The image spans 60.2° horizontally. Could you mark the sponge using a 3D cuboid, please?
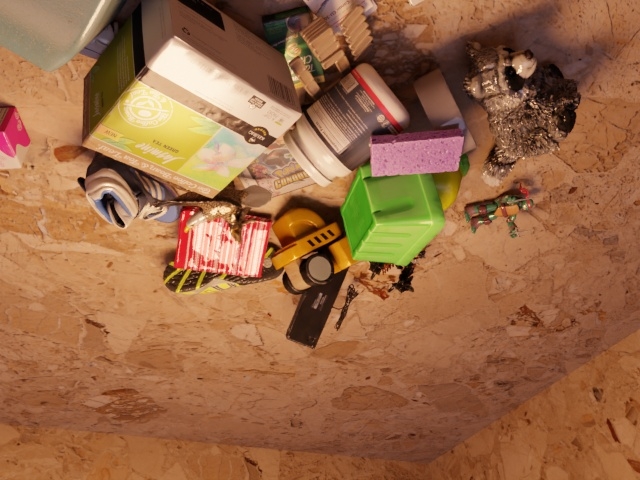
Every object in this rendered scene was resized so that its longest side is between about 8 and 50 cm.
[{"bbox_3d":[0.223,-0.204,1.300,0.210,0.031,0.117,-4,145,4],"label":"sponge"}]

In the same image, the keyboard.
[{"bbox_3d":[0.018,0.219,1.897,0.202,0.033,0.317,27,84,-24],"label":"keyboard"}]

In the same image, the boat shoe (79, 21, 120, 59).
[{"bbox_3d":[-0.467,-0.438,1.197,0.268,0.096,0.088,24,125,-33],"label":"boat shoe"}]

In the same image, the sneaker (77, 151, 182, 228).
[{"bbox_3d":[-0.495,-0.088,1.471,0.130,0.236,0.322,-22,136,15],"label":"sneaker"}]

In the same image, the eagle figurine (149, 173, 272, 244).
[{"bbox_3d":[-0.300,-0.113,1.463,0.227,0.225,0.298,5,152,36],"label":"eagle figurine"}]

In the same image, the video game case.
[{"bbox_3d":[-0.109,-0.232,1.528,0.275,0.035,0.248,-17,137,9],"label":"video game case"}]

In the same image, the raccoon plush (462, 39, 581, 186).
[{"bbox_3d":[0.443,-0.302,1.433,0.300,0.216,0.446,12,135,-11],"label":"raccoon plush"}]

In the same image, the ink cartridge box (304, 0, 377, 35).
[{"bbox_3d":[0.034,-0.532,1.195,0.115,0.067,0.198,-30,135,23],"label":"ink cartridge box"}]

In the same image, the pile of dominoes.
[{"bbox_3d":[0.028,-0.428,1.262,0.196,0.040,0.251,-36,166,8],"label":"pile of dominoes"}]

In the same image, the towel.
[{"bbox_3d":[-0.295,0.009,1.669,0.275,0.031,0.198,8,108,-19],"label":"towel"}]

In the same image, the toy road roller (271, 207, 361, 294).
[{"bbox_3d":[0.000,0.000,1.692,0.330,0.240,0.202,-27,178,-28],"label":"toy road roller"}]

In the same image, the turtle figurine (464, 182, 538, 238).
[{"bbox_3d":[0.583,-0.089,1.744,0.234,0.118,0.175,-12,125,27],"label":"turtle figurine"}]

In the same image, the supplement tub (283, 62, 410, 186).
[{"bbox_3d":[0.064,-0.279,1.357,0.272,0.191,0.191,-38,131,14],"label":"supplement tub"}]

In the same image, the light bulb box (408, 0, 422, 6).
[{"bbox_3d":[0.234,-0.681,0.945,0.358,0.225,0.361,-23,136,16],"label":"light bulb box"}]

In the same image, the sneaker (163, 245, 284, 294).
[{"bbox_3d":[-0.310,0.092,1.808,0.385,0.145,0.147,-6,168,-6],"label":"sneaker"}]

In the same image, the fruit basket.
[{"bbox_3d":[0.263,-0.111,1.523,0.393,0.282,0.392,-12,163,-4],"label":"fruit basket"}]

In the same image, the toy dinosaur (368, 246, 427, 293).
[{"bbox_3d":[0.272,0.053,1.806,0.165,0.218,0.321,24,149,17],"label":"toy dinosaur"}]

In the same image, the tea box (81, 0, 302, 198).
[{"bbox_3d":[-0.279,-0.307,1.187,0.324,0.219,0.329,-37,141,30],"label":"tea box"}]

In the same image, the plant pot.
[{"bbox_3d":[-0.494,-0.463,1.000,0.247,0.247,0.252,30,121,-20],"label":"plant pot"}]

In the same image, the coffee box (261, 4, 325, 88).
[{"bbox_3d":[-0.060,-0.445,1.295,0.113,0.040,0.184,-12,139,3],"label":"coffee box"}]

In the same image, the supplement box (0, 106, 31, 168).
[{"bbox_3d":[-0.842,-0.244,1.334,0.220,0.113,0.111,-2,137,-5],"label":"supplement box"}]

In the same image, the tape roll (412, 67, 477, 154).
[{"bbox_3d":[0.309,-0.313,1.370,0.072,0.219,0.219,-27,135,18],"label":"tape roll"}]
